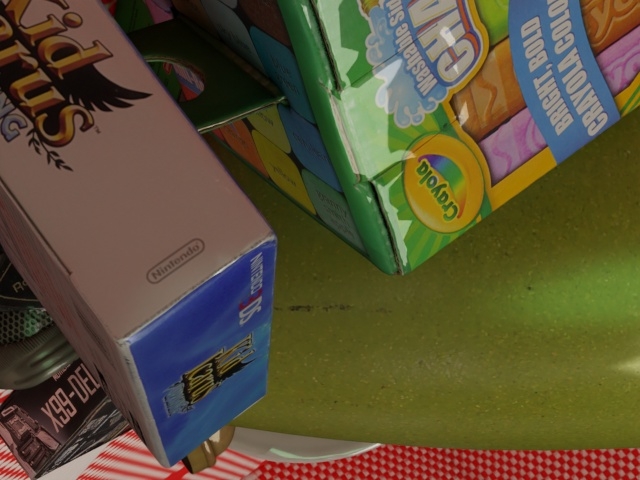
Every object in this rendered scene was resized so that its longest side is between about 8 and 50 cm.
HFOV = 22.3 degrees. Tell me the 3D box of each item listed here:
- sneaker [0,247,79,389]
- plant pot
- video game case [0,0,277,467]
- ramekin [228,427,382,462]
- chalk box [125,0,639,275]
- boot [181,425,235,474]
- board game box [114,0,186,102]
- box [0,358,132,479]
[{"bbox_3d":[-0.233,0.022,0.957,0.227,0.130,0.087,-7,-159,48],"label":"sneaker"},{"bbox_3d":[0.028,0.001,0.896,0.294,0.274,0.275,-9,167,-2],"label":"plant pot"},{"bbox_3d":[-0.110,-0.047,0.590,0.061,0.244,0.269,-36,170,-12],"label":"video game case"},{"bbox_3d":[-0.015,0.020,1.172,0.273,0.273,0.127,-36,180,-7],"label":"ramekin"},{"bbox_3d":[0.024,-0.121,0.725,0.289,0.180,0.179,-35,135,-14],"label":"chalk box"},{"bbox_3d":[0.000,0.000,1.048,0.270,0.236,0.089,-17,162,-8],"label":"boot"},{"bbox_3d":[0.023,-0.174,0.964,0.316,0.064,0.242,-33,169,-23],"label":"board game box"},{"bbox_3d":[-0.133,0.080,1.501,0.242,0.076,0.307,-25,164,-50],"label":"box"}]
